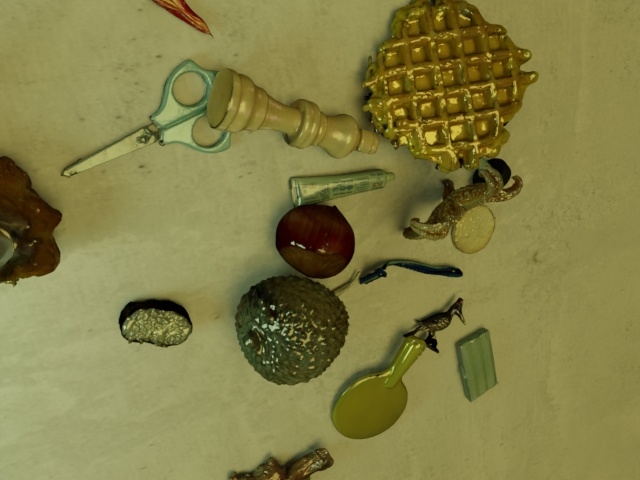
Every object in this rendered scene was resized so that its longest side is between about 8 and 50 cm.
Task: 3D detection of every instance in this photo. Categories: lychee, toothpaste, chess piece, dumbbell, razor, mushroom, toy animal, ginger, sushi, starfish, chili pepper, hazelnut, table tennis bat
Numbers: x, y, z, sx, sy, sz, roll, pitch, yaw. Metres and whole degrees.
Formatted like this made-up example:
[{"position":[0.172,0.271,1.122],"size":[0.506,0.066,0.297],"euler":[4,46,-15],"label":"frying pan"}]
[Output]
[{"position":[-0.062,0.193,1.178],"size":[0.274,0.255,0.256],"euler":[-20,117,-42],"label":"lychee"},{"position":[0.057,-0.130,1.232],"size":[0.268,0.047,0.069],"euler":[-13,132,-19],"label":"toothpaste"},{"position":[-0.037,-0.243,1.102],"size":[0.396,0.117,0.117],"euler":[10,103,-35],"label":"chess piece"},{"position":[0.402,-0.211,1.340],"size":[0.191,0.100,0.100],"euler":[39,88,-31],"label":"dumbbell"},{"position":[0.259,0.079,1.404],"size":[0.324,0.093,0.056],"euler":[0,72,-30],"label":"razor"},{"position":[0.009,0.206,1.335],"size":[0.068,0.043,0.306],"euler":[19,98,-47],"label":"mushroom"},{"position":[0.337,0.238,1.488],"size":[0.202,0.070,0.105],"euler":[-41,101,-3],"label":"toy animal"},{"position":[-0.105,0.637,1.415],"size":[0.289,0.084,0.122],"euler":[-10,90,-19],"label":"ginger"},{"position":[-0.354,0.177,1.122],"size":[0.150,0.078,0.091],"euler":[9,97,-27],"label":"sushi"},{"position":[0.330,-0.091,1.246],"size":[0.311,0.303,0.113],"euler":[-29,93,10],"label":"starfish"},{"position":[-0.271,-0.443,0.973],"size":[0.178,0.027,0.045],"euler":[32,96,-31],"label":"chili pepper"},{"position":[-0.005,0.006,1.201],"size":[0.170,0.161,0.202],"euler":[-34,157,2],"label":"hazelnut"},{"position":[0.175,0.417,1.464],"size":[0.224,0.054,0.369],"euler":[24,106,-27],"label":"table tennis bat"}]

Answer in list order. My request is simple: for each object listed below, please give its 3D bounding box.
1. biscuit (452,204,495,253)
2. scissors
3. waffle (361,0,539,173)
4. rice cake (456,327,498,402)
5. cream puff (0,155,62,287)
[{"position":[0.434,-0.030,1.465],"size":[0.152,0.020,0.152],"euler":[-8,111,-23],"label":"biscuit"},{"position":[-0.336,-0.209,1.021],"size":[0.360,0.029,0.191],"euler":[-30,119,-14],"label":"scissors"},{"position":[0.293,-0.354,1.185],"size":[0.382,0.095,0.380],"euler":[29,88,-10],"label":"waffle"},{"position":[0.490,0.394,1.629],"size":[0.127,0.043,0.237],"euler":[-26,116,-14],"label":"rice cake"},{"position":[-0.581,-0.024,0.897],"size":[0.269,0.155,0.241],"euler":[39,88,-29],"label":"cream puff"}]
